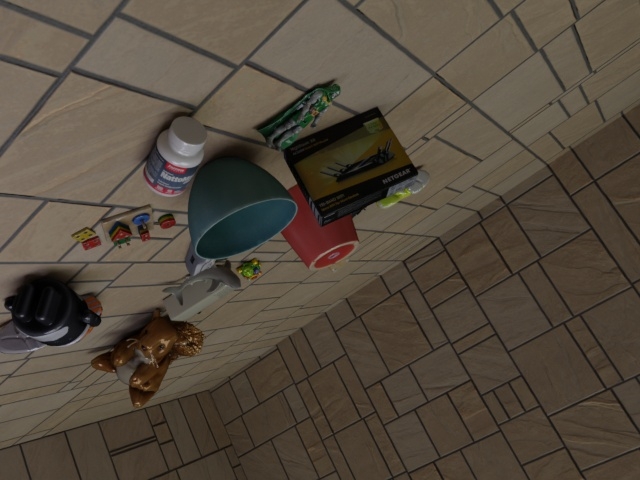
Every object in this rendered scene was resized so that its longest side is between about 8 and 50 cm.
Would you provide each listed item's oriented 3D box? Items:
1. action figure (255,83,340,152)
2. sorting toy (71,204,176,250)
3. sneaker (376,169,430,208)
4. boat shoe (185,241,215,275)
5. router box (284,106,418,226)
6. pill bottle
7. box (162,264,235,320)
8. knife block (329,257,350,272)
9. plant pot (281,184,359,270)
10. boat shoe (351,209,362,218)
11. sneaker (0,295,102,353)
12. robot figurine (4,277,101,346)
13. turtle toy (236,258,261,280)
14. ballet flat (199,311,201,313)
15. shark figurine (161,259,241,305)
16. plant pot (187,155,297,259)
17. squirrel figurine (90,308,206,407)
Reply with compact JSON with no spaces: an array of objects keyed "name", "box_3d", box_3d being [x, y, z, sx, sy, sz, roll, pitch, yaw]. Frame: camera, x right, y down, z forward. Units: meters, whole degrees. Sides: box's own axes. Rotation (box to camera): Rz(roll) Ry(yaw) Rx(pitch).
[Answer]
[{"name":"action figure","box_3d":[-0.042,-0.317,1.467,0.232,0.063,0.137,-38,157,19]},{"name":"sorting toy","box_3d":[-0.526,-0.026,1.573,0.274,0.046,0.132,-21,161,-21]},{"name":"sneaker","box_3d":[0.320,-0.207,2.317,0.240,0.091,0.126,-28,-179,-3]},{"name":"boat shoe","box_3d":[-0.384,0.039,1.923,0.084,0.095,0.258,-22,173,-32]},{"name":"router box","box_3d":[0.084,-0.212,1.642,0.308,0.243,0.081,-25,162,-11]},{"name":"pill bottle","box_3d":[-0.326,-0.191,1.306,0.108,0.108,0.180,-13,157,-40]},{"name":"box","box_3d":[-0.465,0.207,2.246,0.275,0.094,0.113,-31,163,10]},{"name":"knife block","box_3d":[0.000,0.000,2.257,0.088,0.242,0.276,-40,142,-2]},{"name":"plant pot","box_3d":[-0.006,-0.046,1.976,0.275,0.243,0.275,-26,163,-8]},{"name":"boat shoe","box_3d":[0.130,-0.154,2.073,0.113,0.127,0.340,-7,146,-23]},{"name":"sneaker","box_3d":[-0.858,0.299,1.857,0.321,0.125,0.180,-19,160,-27]},{"name":"robot figurine","box_3d":[-0.770,0.207,1.662,0.173,0.209,0.278,-41,166,-16]},{"name":"turtle toy","box_3d":[-0.284,0.123,2.327,0.095,0.066,0.130,-29,163,3]},{"name":"ballet flat","box_3d":[-0.515,0.265,2.400,0.057,0.049,0.173,-26,166,-11]},{"name":"shark figurine","box_3d":[-0.430,0.122,2.106,0.278,0.166,0.116,-13,138,8]},{"name":"plant pot","box_3d":[-0.234,-0.106,1.535,0.290,0.195,0.290,-26,162,-9]},{"name":"squirrel figurine","box_3d":[-0.675,0.431,2.391,0.370,0.281,0.397,-53,166,32]}]
